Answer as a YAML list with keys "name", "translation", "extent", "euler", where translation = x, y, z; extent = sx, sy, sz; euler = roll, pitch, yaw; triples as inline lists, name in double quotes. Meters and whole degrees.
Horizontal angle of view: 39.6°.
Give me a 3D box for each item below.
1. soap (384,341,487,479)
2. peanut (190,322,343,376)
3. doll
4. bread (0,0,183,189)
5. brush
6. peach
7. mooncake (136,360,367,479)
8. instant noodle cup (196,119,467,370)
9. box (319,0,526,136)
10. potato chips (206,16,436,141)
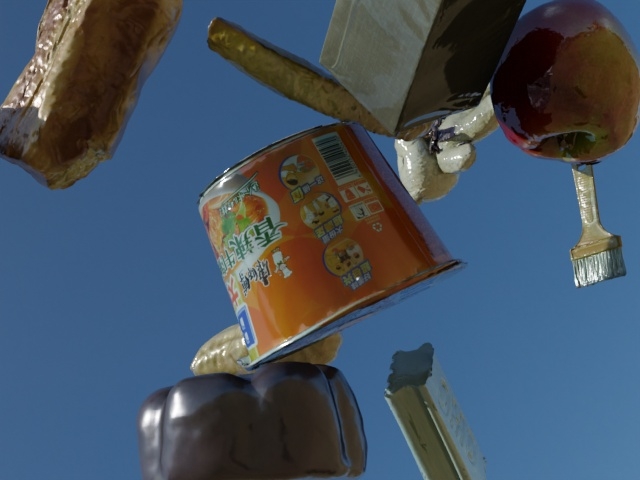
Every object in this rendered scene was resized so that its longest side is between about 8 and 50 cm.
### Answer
- name: "soap"
  translation: [0.153, 0.245, 1.156]
  extent: [0.063, 0.114, 0.198]
  euler: [-20, -72, 19]
- name: "peanut"
  translation: [-0.095, 0.203, 1.641]
  extent: [0.158, 0.340, 0.174]
  euler: [53, -133, -4]
- name: "doll"
  translation: [0.234, -0.193, 1.631]
  extent: [0.278, 0.149, 0.175]
  euler: [-49, -7, 33]
- name: "bread"
  translation: [-0.323, -0.235, 1.236]
  extent: [0.149, 0.195, 0.343]
  euler: [27, -95, -43]
- name: "brush"
  translation: [0.393, -0.039, 1.296]
  extent: [0.010, 0.218, 0.083]
  euler: [22, -33, -40]
- name: "peach"
  translation: [0.292, -0.195, 1.055]
  extent: [0.197, 0.197, 0.197]
  euler: [-16, -55, -24]
- name: "mooncake"
  translation: [-0.072, 0.209, 0.953]
  extent: [0.245, 0.245, 0.133]
  euler: [0, -106, -33]
- name: "instant noodle cup"
  translation: [0.000, 0.000, 1.074]
  extent: [0.297, 0.213, 0.296]
  euler: [-25, -9, -4]
- name: "box"
  translation: [0.119, -0.264, 0.990]
  extent: [0.149, 0.155, 0.231]
  euler: [-22, -34, -33]
- name: "potato chips"
  translation: [0.023, -0.202, 1.227]
  extent: [0.407, 0.080, 0.057]
  euler: [15, -59, -37]
